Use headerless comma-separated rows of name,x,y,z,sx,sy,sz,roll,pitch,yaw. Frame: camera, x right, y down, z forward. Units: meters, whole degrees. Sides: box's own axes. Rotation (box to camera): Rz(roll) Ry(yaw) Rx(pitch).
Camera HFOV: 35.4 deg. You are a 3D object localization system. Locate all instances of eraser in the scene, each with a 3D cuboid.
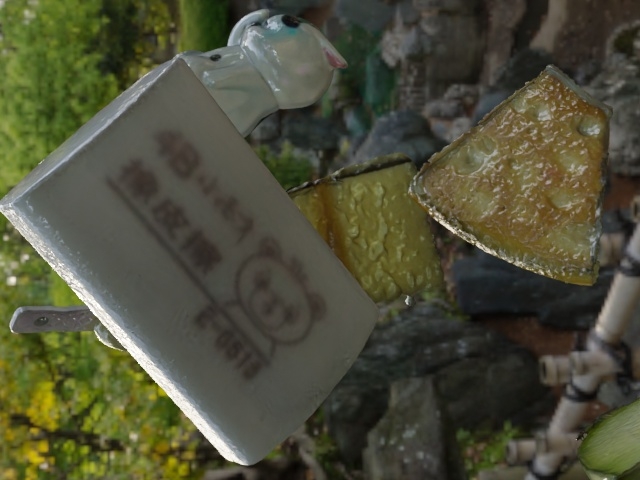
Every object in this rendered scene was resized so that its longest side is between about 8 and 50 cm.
eraser,-0.090,0.017,0.773,0.270,0.174,0.095,52,151,-18

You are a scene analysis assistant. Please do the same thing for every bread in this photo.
bread,0.000,0.000,1.221,0.142,0.266,0.178,-137,34,-61

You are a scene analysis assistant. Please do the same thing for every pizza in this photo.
pizza,0.216,-0.048,0.962,0.204,0.188,0.080,44,176,29

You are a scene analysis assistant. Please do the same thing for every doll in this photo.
doll,-0.070,-0.165,1.003,0.106,0.181,0.110,62,-179,-18

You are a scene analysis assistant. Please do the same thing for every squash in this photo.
squash,0.281,0.128,0.786,0.155,0.237,0.204,-123,13,-44

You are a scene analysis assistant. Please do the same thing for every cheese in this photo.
cheese,-0.183,0.070,0.904,0.097,0.192,0.037,-56,48,35
